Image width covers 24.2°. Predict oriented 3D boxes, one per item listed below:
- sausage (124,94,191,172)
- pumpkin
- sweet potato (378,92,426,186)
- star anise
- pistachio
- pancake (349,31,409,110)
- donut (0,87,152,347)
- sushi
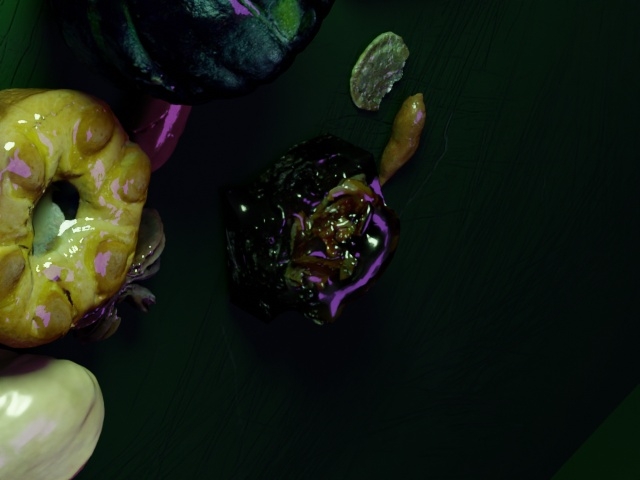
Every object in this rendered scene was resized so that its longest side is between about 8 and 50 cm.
[{"bbox_3d":[-0.172,-0.276,1.976,0.088,0.088,0.433,7,110,-53],"label":"sausage"},{"bbox_3d":[-0.147,-0.329,1.726,0.363,0.363,0.266,-55,144,-5],"label":"pumpkin"},{"bbox_3d":[0.133,-0.158,2.482,0.056,0.056,0.195,-6,126,-49],"label":"sweet potato"},{"bbox_3d":[-0.292,0.047,2.066,0.236,0.093,0.229,-55,148,-15],"label":"star anise"},{"bbox_3d":[-0.434,0.264,1.963,0.318,0.214,0.193,-39,179,-19],"label":"pistachio"},{"bbox_3d":[0.091,-0.270,2.364,0.129,0.022,0.116,-55,143,-5],"label":"pancake"},{"bbox_3d":[-0.353,-0.035,1.839,0.317,0.150,0.299,-46,138,-30],"label":"donut"},{"bbox_3d":[0.001,0.000,2.290,0.227,0.212,0.215,-31,137,-36],"label":"sushi"}]
